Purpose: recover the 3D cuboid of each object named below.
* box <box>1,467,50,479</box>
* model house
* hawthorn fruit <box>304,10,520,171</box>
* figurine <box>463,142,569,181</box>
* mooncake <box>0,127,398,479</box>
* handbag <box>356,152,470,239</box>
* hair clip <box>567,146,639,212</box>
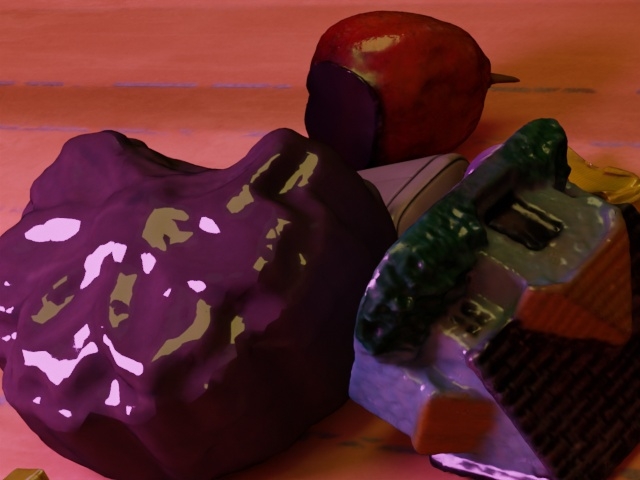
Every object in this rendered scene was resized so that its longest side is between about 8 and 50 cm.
[{"bbox_3d":[-0.284,0.339,1.458,0.047,0.187,0.335,-10,24,48],"label":"box"},{"bbox_3d":[0.203,0.085,1.684,0.249,0.230,0.280,32,51,22],"label":"model house"},{"bbox_3d":[0.104,-0.171,2.192,0.251,0.189,0.189,-12,28,-10],"label":"hawthorn fruit"},{"bbox_3d":[0.201,-0.013,1.926,0.126,0.114,0.157,15,31,-25],"label":"figurine"},{"bbox_3d":[-0.131,0.050,1.824,0.381,0.212,0.351,-6,53,26],"label":"mooncake"},{"bbox_3d":[0.000,0.000,2.049,0.315,0.109,0.241,-8,20,35],"label":"handbag"},{"bbox_3d":[0.274,-0.057,2.034,0.072,0.046,0.173,-31,30,-20],"label":"hair clip"}]
